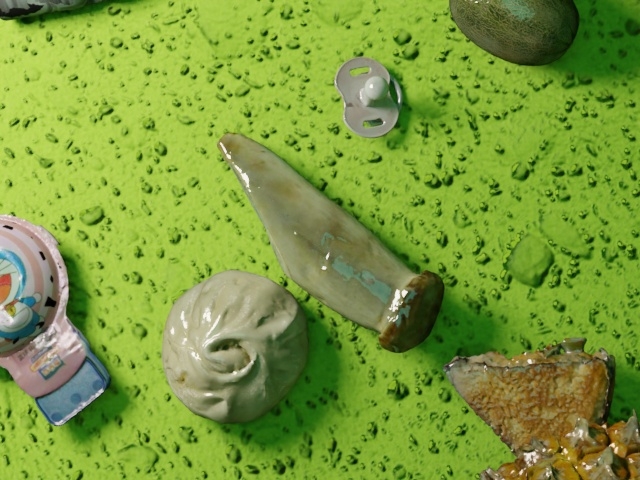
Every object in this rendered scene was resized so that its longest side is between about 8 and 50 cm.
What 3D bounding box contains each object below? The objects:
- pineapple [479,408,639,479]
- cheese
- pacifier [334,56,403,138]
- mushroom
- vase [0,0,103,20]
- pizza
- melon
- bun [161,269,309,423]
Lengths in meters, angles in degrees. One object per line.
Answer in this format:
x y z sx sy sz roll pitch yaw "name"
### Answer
0.235 0.325 1.579 0.161 0.158 0.334 34 100 -8 "pineapple"
-0.365 0.087 1.742 0.189 0.074 0.286 -38 83 4 "cheese"
0.063 -0.172 1.709 0.082 0.078 0.099 -13 82 -15 "pacifier"
-0.002 0.003 1.699 0.333 0.087 0.107 37 86 12 "mushroom"
-0.291 -0.312 1.775 0.212 0.060 0.059 -8 84 6 "vase"
0.231 0.180 1.669 0.195 0.052 0.185 23 95 4 "pizza"
0.217 -0.269 1.679 0.167 0.114 0.114 34 90 14 "melon"
-0.106 0.121 1.692 0.183 0.102 0.183 -1 82 9 "bun"
